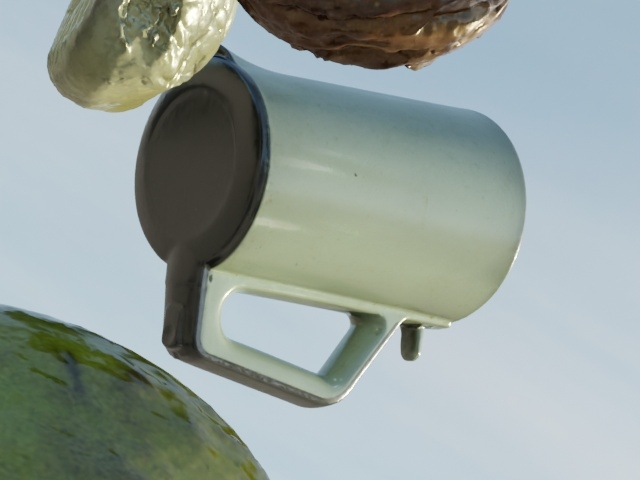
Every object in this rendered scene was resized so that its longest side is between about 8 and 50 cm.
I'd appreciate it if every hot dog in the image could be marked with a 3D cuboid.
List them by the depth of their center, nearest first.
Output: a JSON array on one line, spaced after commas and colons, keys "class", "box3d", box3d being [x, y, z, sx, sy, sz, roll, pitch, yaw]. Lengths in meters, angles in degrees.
[{"class": "hot dog", "box3d": [0.030, -0.323, 1.337, 0.174, 0.267, 0.387, 155, -78, -71]}]

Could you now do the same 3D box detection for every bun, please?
[{"class": "bun", "box3d": [-0.152, -0.202, 1.467, 0.134, 0.220, 0.220, 29, -15, -18]}]

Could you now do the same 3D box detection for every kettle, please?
[{"class": "kettle", "box3d": [0.000, 0.000, 1.778, 0.377, 0.361, 0.250, 11, -3, -40]}]

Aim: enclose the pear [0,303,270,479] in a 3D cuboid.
[{"class": "pear", "box3d": [-0.235, 0.206, 0.982, 0.414, 0.351, 0.352, 6, -19, -5]}]
